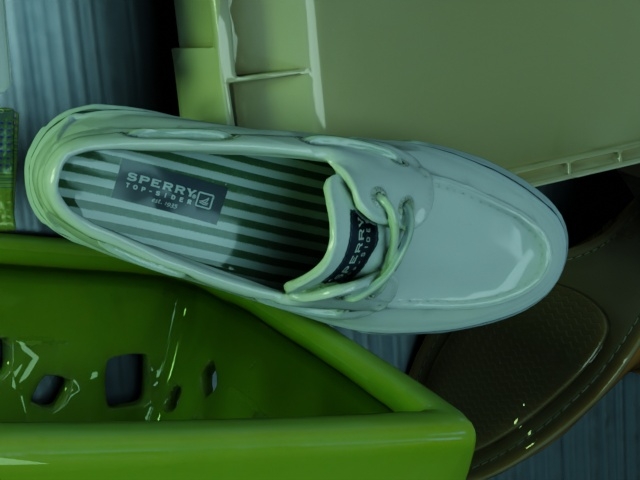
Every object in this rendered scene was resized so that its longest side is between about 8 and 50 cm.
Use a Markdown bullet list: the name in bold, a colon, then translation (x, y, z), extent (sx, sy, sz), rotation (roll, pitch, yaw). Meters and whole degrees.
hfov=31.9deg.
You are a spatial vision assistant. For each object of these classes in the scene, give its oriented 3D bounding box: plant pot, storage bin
- **plant pot**: translation (-0.110, 0.123, 0.433), extent (0.227, 0.228, 0.207), rotation (6, 101, -35)
- **storage bin**: translation (0.037, -0.152, 0.547), extent (0.260, 0.123, 0.262), rotation (-13, 105, -31)

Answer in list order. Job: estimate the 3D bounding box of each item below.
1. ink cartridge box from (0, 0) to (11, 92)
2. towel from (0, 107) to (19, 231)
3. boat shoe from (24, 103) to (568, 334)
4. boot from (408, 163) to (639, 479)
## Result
- **ink cartridge box**: translation (-0.208, -0.155, 0.399), extent (0.160, 0.093, 0.219), rotation (-8, 102, -32)
- **towel**: translation (-0.174, -0.031, 0.492), extent (0.083, 0.009, 0.060), rotation (0, 96, -34)
- **boat shoe**: translation (0.000, 0.000, 0.434), extent (0.226, 0.076, 0.083), rotation (6, 100, -15)
- **boot**: translation (0.188, 0.055, 0.704), extent (0.283, 0.109, 0.220), rotation (-54, 144, 1)
